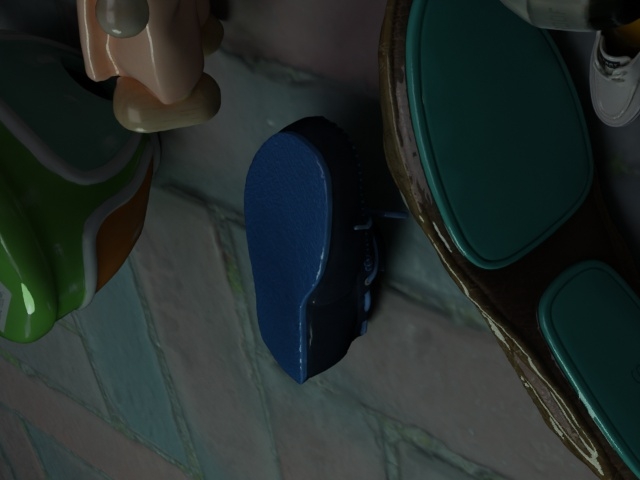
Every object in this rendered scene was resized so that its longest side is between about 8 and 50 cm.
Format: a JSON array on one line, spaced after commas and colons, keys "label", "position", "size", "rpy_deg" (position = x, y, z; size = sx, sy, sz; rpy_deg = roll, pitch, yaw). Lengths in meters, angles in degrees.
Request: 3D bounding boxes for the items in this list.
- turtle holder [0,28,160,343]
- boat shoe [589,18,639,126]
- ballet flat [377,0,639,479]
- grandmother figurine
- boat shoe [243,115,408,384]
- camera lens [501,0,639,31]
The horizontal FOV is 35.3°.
[{"label": "turtle holder", "position": [-0.288, -0.070, 0.863], "size": [0.320, 0.227, 0.243], "rpy_deg": [29, 142, 30]}, {"label": "boat shoe", "position": [0.149, -0.095, 0.498], "size": [0.035, 0.035, 0.100], "rpy_deg": [31, 141, 27]}, {"label": "ballet flat", "position": [0.115, -0.001, 0.586], "size": [0.342, 0.116, 0.124], "rpy_deg": [56, 166, -15]}, {"label": "grandmother figurine", "position": [-0.108, -0.202, 0.556], "size": [0.342, 0.104, 0.208], "rpy_deg": [89, 171, -57]}, {"label": "boat shoe", "position": [0.000, 0.000, 0.725], "size": [0.109, 0.089, 0.258], "rpy_deg": [51, 154, 24]}, {"label": "camera lens", "position": [0.057, -0.220, 0.320], "size": [0.274, 0.219, 0.219], "rpy_deg": [42, 146, 14]}]
